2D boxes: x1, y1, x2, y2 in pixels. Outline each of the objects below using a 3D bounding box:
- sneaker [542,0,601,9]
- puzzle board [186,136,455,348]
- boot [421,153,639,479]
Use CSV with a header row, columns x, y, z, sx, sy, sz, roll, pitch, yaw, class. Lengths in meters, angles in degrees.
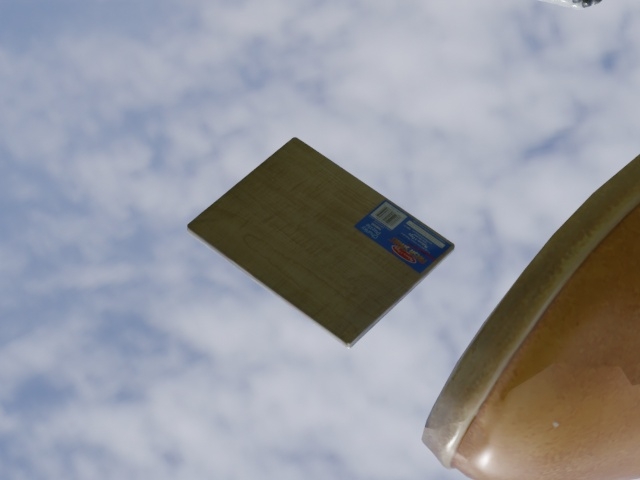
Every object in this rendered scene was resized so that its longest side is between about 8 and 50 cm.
x,y,z,sx,sy,sz,roll,pitch,yaw,class
0.038,-0.184,0.920,0.147,0.330,0.129,12,-89,27,sneaker
0.000,0.000,1.087,0.128,0.011,0.096,35,-122,24,puzzle board
0.182,0.053,0.457,0.295,0.104,0.211,-19,-122,-45,boot
